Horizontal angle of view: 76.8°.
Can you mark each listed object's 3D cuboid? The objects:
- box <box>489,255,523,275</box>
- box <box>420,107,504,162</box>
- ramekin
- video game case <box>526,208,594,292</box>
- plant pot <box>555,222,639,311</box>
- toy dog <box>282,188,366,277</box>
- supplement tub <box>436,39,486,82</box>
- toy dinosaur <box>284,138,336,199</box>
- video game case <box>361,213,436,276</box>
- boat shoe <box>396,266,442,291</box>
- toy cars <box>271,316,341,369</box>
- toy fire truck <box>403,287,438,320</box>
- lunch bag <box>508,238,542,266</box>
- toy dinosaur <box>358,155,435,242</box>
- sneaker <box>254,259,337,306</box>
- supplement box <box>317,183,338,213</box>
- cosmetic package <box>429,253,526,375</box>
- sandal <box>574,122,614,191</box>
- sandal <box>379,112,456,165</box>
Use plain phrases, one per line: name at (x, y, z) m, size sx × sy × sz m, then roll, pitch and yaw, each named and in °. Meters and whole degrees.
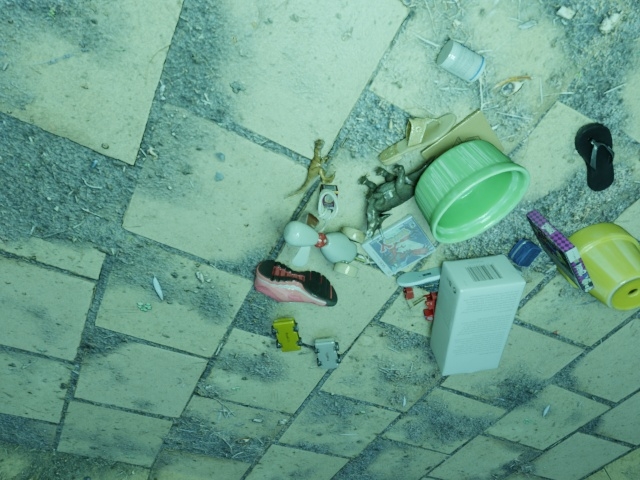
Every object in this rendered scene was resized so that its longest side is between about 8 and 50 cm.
box at (0.641, 0.155, 1.522) m, size 0.145 × 0.038 × 0.186 m, roll 20°, pitch 123°, yaw -17°
box at (0.428, -0.270, 1.217) m, size 0.201 × 0.021 × 0.164 m, roll -36°, pitch 120°, yaw 19°
ramekin at (0.424, -0.142, 1.171) m, size 0.303 × 0.148 × 0.303 m, roll -18°, pitch 147°, yaw -12°
video game case at (0.782, 0.030, 1.325) m, size 0.042 × 0.232 × 0.210 m, roll -34°, pitch 120°, yaw 16°
plant pot at (0.999, 0.106, 1.389) m, size 0.254 × 0.239 × 0.254 m, roll -2°, pitch 126°, yaw -3°
toy dog at (0.000, 0.000, 1.271) m, size 0.161 × 0.220 × 0.333 m, roll 11°, pitch 153°, yaw 45°
supplement tub at (0.366, -0.463, 1.046) m, size 0.107 × 0.071 × 0.071 m, roll 20°, pitch 122°, yaw -18°
toy dinosaur at (-0.015, -0.201, 1.223) m, size 0.112 × 0.064 × 0.211 m, roll 24°, pitch 112°, yaw 1°
video game case at (0.274, 0.023, 1.412) m, size 0.201 × 0.023 × 0.183 m, roll -32°, pitch 121°, yaw 18°
boat shoe at (0.375, 0.158, 1.489) m, size 0.183 × 0.065 × 0.083 m, roll -11°, pitch 124°, yaw 3°
toy cars at (-0.050, 0.400, 1.624) m, size 0.394 × 0.087 × 0.176 m, roll 33°, pitch 122°, yaw -27°
toy fire truck at (0.394, 0.242, 1.561) m, size 0.135 × 0.047 × 0.192 m, roll -10°, pitch 126°, yaw 4°
lunch bag at (0.720, 0.044, 1.433) m, size 0.067 × 0.065 × 0.098 m, roll 9°, pitch 125°, yaw -29°
toy dinosaur at (0.222, -0.154, 1.249) m, size 0.313 × 0.121 × 0.160 m, roll -44°, pitch 134°, yaw 12°
sneaker at (-0.092, 0.174, 1.460) m, size 0.314 × 0.116 × 0.136 m, roll 21°, pitch 132°, yaw -10°
supplement box at (0.023, -0.131, 1.274) m, size 0.055 × 0.043 × 0.083 m, roll 2°, pitch 126°, yaw -7°
cosmetic package at (0.555, 0.282, 1.479) m, size 0.230 × 0.161 × 0.453 m, roll -6°, pitch 126°, yaw -4°
sandal at (0.858, -0.252, 1.237) m, size 0.097 × 0.054 × 0.254 m, roll -31°, pitch 122°, yaw 17°
sandal at (0.260, -0.304, 1.141) m, size 0.240 × 0.088 × 0.079 m, roll -30°, pitch 128°, yaw 22°
